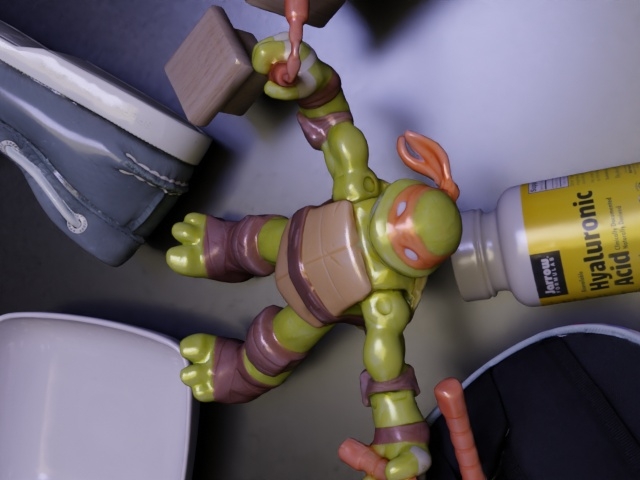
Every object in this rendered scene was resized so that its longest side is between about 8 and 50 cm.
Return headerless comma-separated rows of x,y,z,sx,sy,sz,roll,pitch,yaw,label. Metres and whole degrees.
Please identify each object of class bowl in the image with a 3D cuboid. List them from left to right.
-0.135,0.113,0.589,0.142,0.053,0.142,8,96,15,bowl

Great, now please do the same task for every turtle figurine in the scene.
0.000,0.000,0.478,0.217,0.087,0.269,-23,83,55,turtle figurine

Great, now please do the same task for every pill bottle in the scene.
0.127,-0.001,0.504,0.116,0.065,0.065,-11,90,17,pill bottle

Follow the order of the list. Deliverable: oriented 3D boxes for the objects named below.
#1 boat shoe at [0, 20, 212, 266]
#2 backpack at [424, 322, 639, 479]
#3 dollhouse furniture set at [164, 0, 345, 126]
-0.221,-0.091,0.573,0.319,0.116,0.099,27,96,8,boat shoe
0.143,0.171,0.431,0.225,0.191,0.253,-49,52,12,backpack
-0.061,-0.289,0.452,0.355,0.174,0.303,-47,57,30,dollhouse furniture set
